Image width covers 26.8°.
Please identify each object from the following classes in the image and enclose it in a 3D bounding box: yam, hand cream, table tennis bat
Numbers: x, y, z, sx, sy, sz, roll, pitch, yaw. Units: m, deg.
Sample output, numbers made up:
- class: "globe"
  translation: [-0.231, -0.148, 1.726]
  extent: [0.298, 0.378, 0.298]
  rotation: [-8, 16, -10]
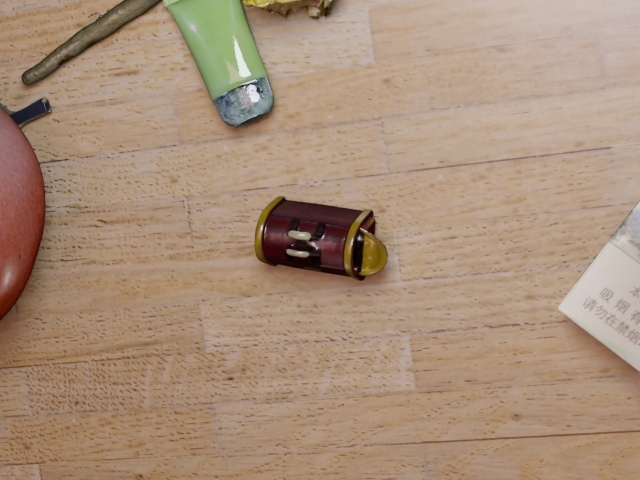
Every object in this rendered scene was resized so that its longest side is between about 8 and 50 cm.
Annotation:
- class: "yam"
  translation: [-0.264, -0.251, 1.590]
  extent: [0.234, 0.027, 0.029]
  rotation: [-30, 123, 17]
- class: "hand cream"
  translation: [-0.109, -0.217, 1.540]
  extent: [0.095, 0.046, 0.175]
  rotation: [-24, 83, 19]
- class: "table tennis bat"
  translation: [-0.399, -0.136, 1.653]
  extent: [0.158, 0.014, 0.095]
  rotation: [-23, 89, 20]

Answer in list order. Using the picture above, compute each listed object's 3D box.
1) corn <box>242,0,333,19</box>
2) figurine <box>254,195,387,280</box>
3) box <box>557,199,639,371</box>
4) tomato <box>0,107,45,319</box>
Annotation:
- class: "corn"
  translation: [-0.062, -0.389, 1.473]
  extent: [0.123, 0.122, 0.305]
  rotation: [-14, 95, -10]
- class: "figurine"
  translation: [0.001, 0.001, 1.504]
  extent: [0.154, 0.098, 0.082]
  rotation: [9, 96, 19]
- class: "box"
  translation: [0.391, 0.018, 1.399]
  extent: [0.164, 0.069, 0.256]
  rotation: [37, 106, 10]
- class: "tomato"
  translation: [-0.485, -0.043, 1.518]
  extent: [0.341, 0.341, 0.272]
  rotation: [28, 114, 12]
